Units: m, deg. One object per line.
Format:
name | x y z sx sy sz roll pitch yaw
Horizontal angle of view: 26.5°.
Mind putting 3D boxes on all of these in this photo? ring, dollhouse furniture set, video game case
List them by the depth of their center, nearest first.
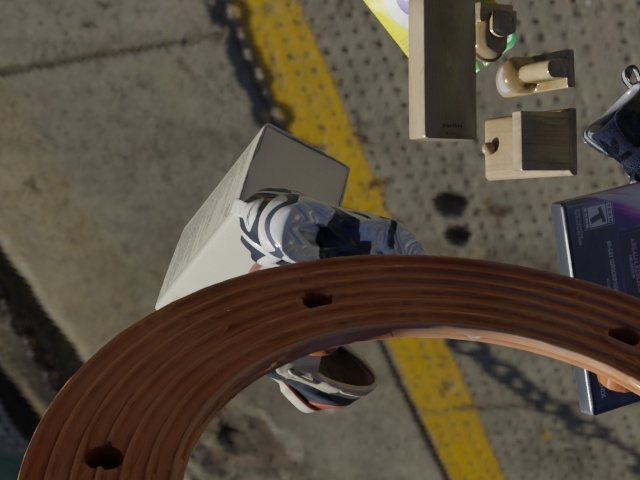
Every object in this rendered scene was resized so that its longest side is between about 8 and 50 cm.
ring | 0.056 0.106 0.513 0.336 0.336 0.032 10 122 9
dollhouse furniture set | 0.121 -0.126 1.167 0.151 0.144 0.123 -1 -179 -27
video game case | 0.346 0.032 1.260 0.026 0.274 0.196 -168 66 -67

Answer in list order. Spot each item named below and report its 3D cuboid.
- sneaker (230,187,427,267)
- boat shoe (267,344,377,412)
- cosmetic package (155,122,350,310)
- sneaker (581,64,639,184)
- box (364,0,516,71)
sneaker | 0.000 0.000 1.490 0.235 0.094 0.153 14 -175 -40
boat shoe | -0.015 0.058 0.748 0.043 0.049 0.137 -13 147 24
cosmetic package | -0.092 0.000 1.774 0.129 0.153 0.296 26 146 -13
sneaker | 0.363 -0.066 1.516 0.153 0.268 0.101 22 157 -15
box | 0.105 -0.239 1.345 0.179 0.043 0.105 49 138 -5
